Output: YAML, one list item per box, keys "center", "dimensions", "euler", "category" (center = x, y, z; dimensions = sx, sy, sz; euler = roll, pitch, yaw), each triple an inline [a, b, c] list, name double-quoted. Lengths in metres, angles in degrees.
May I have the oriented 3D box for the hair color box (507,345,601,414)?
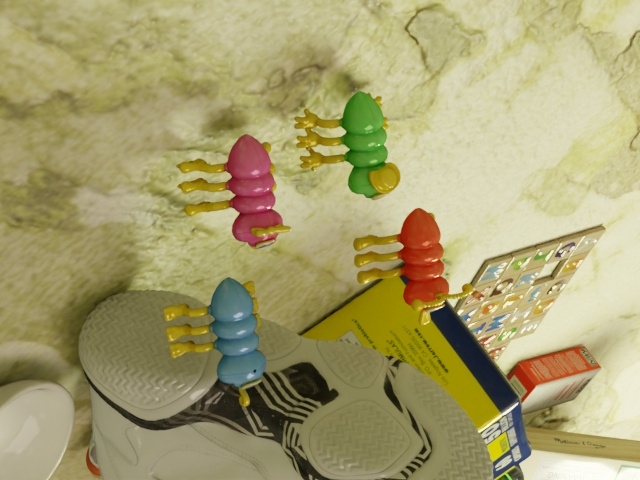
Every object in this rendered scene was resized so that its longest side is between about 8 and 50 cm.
- center: [0.300, 0.187, 2.210]
  dimensions: [0.141, 0.043, 0.072]
  euler: [-8, 142, -44]
  category: "hair color box"

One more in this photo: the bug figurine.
- center: [0.000, 0.000, 1.354]
  dimensions: [0.279, 0.072, 0.216]
  euler: [-21, 108, -30]
  category: "bug figurine"

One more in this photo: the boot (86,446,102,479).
- center: [-0.184, 0.164, 1.562]
  dimensions: [0.084, 0.059, 0.158]
  euler: [19, 123, -44]
  category: "boot"

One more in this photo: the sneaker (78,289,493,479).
- center: [-0.040, 0.186, 1.442]
  dimensions: [0.137, 0.365, 0.210]
  euler: [-64, 171, -46]
  category: "sneaker"

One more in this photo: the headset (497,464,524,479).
- center: [0.068, 0.346, 2.021]
  dimensions: [0.394, 0.185, 0.243]
  euler: [-6, 144, -20]
  category: "headset"

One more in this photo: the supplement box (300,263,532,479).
- center: [0.018, 0.222, 1.739]
  dimensions: [0.356, 0.195, 0.194]
  euler: [-34, 154, -4]
  category: "supplement box"

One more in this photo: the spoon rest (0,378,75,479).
- center: [-0.303, 0.175, 1.368]
  dimensions: [0.276, 0.084, 0.137]
  euler: [6, 112, -53]
  category: "spoon rest"

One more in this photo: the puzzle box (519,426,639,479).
- center: [0.318, 0.377, 2.249]
  dimensions: [0.409, 0.052, 0.272]
  euler: [9, 121, -15]
  category: "puzzle box"

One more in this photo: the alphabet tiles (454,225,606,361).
- center: [0.216, 0.082, 1.969]
  dimensions: [0.198, 0.009, 0.237]
  euler: [-15, 147, -38]
  category: "alphabet tiles"
